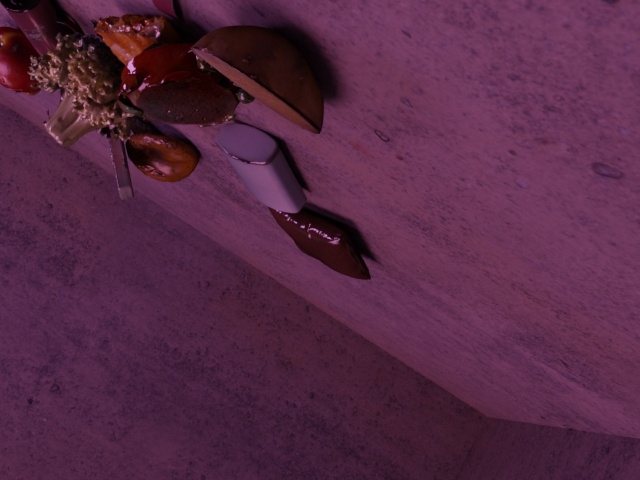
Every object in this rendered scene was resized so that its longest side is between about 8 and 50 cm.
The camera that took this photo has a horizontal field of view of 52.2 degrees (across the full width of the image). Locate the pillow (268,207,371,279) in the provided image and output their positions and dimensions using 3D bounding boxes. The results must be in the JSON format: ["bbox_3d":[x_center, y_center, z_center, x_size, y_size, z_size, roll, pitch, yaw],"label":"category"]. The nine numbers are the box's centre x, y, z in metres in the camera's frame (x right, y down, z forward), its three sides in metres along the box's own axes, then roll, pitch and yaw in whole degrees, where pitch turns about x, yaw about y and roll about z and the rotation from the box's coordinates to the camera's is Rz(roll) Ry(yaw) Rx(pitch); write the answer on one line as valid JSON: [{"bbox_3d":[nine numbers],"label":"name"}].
[{"bbox_3d":[0.000,0.000,2.082,0.305,0.108,0.308,26,165,31],"label":"pillow"}]

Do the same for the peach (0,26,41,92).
[{"bbox_3d":[-0.994,-0.585,2.139,0.226,0.196,0.189,66,180,-69],"label":"peach"}]

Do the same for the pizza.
[{"bbox_3d":[-0.404,-0.449,1.493,0.226,0.086,0.335,32,167,-11],"label":"pizza"}]

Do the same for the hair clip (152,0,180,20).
[{"bbox_3d":[-0.313,-0.484,1.315,0.054,0.022,0.137,29,166,2],"label":"hair clip"}]

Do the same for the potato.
[{"bbox_3d":[-0.097,-0.319,1.221,0.239,0.116,0.299,27,177,45],"label":"potato"}]

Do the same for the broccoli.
[{"bbox_3d":[-0.591,-0.363,1.715,0.348,0.281,0.293,42,174,41],"label":"broccoli"}]

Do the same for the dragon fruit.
[{"bbox_3d":[-0.285,-0.335,1.390,0.295,0.130,0.268,-4,160,-9],"label":"dragon fruit"}]

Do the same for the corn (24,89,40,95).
[{"bbox_3d":[-1.087,-0.619,2.412,0.098,0.098,0.290,36,163,-11],"label":"corn"}]

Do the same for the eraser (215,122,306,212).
[{"bbox_3d":[-0.159,-0.192,1.795,0.189,0.104,0.290,22,163,23],"label":"eraser"}]

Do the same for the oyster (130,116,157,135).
[{"bbox_3d":[-0.613,-0.380,2.259,0.125,0.064,0.177,44,178,13],"label":"oyster"}]

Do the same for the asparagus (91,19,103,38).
[{"bbox_3d":[-0.496,-0.492,1.677,0.236,0.027,0.034,33,177,1],"label":"asparagus"}]

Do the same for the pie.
[{"bbox_3d":[-0.538,-0.287,2.214,0.274,0.069,0.273,5,152,3],"label":"pie"}]

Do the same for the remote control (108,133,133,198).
[{"bbox_3d":[-0.682,-0.311,2.196,0.050,0.344,0.145,-10,170,-14],"label":"remote control"}]

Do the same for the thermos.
[{"bbox_3d":[-0.738,-0.580,1.788,0.109,0.136,0.330,59,171,14],"label":"thermos"}]
